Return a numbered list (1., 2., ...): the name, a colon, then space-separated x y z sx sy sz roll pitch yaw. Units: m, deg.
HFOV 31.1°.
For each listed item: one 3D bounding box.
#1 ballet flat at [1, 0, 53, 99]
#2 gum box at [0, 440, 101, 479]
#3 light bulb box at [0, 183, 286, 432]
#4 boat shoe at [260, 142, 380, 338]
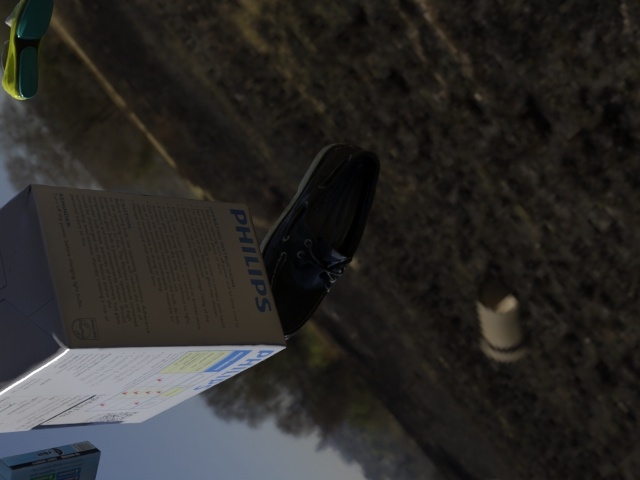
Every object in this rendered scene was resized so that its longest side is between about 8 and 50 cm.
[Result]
1. ballet flat: -0.563 -0.381 2.170 0.077 0.231 0.077 26 -157 31
2. gum box: -0.423 0.405 1.744 0.041 0.184 0.157 27 -159 39
3. light bulb box: -0.310 0.106 1.576 0.361 0.358 0.225 4 -116 -47
4. boat shoe: 0.003 0.002 1.762 0.127 0.340 0.113 39 159 -29
